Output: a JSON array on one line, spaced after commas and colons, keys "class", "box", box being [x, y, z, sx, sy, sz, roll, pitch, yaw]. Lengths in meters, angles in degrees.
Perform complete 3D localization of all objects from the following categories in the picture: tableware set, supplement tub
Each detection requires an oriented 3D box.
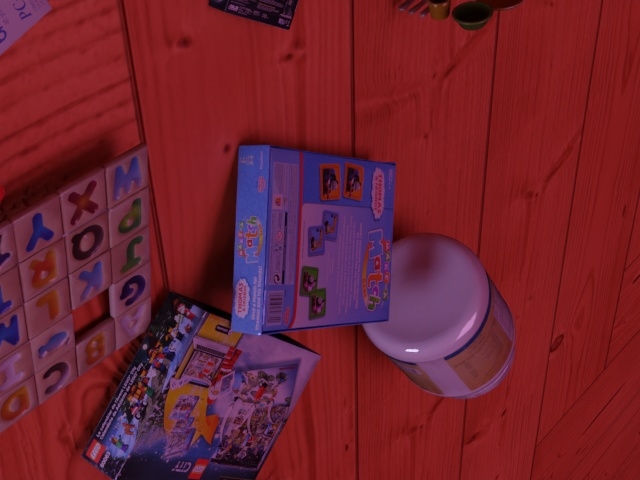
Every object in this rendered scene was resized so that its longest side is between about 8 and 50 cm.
[{"class": "tableware set", "box": [0.151, -0.248, 0.992, 0.154, 0.104, 0.024, -43, 142, -30]}, {"class": "supplement tub", "box": [0.137, 0.092, 1.189, 0.144, 0.144, 0.200, -57, 149, -9]}]

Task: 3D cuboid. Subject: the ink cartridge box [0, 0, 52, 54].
[{"class": "ink cartridge box", "box": [-0.217, -0.188, 0.507, 0.046, 0.097, 0.207, -49, 146, -21]}]

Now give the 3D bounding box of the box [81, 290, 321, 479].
[{"class": "box", "box": [-0.099, 0.148, 0.975, 0.159, 0.044, 0.233, -61, 151, -2]}]

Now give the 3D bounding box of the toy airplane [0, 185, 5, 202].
[{"class": "toy airplane", "box": [-0.256, -0.013, 0.648, 0.151, 0.028, 0.151, -35, 141, -35]}]

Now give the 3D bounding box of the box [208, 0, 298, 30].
[{"class": "box", "box": [-0.044, -0.203, 0.821, 0.083, 0.018, 0.067, -1, 114, -55]}]

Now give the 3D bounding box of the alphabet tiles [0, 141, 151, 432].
[{"class": "alphabet tiles", "box": [-0.211, 0.057, 0.757, 0.237, 0.009, 0.198, -37, 149, -36]}]

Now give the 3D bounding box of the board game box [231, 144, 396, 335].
[{"class": "board game box", "box": [0.000, 0.000, 0.974, 0.211, 0.039, 0.160, 1, 91, -55]}]
